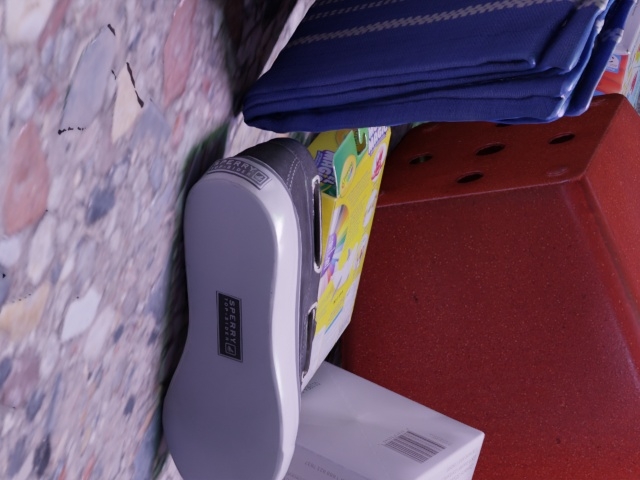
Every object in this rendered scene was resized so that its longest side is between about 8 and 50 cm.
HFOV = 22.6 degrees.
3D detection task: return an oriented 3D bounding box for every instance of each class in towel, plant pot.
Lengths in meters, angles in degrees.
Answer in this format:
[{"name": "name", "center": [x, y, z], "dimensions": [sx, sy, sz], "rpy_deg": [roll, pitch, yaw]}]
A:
[{"name": "towel", "center": [0.118, -0.180, 0.818], "dimensions": [0.040, 0.243, 0.336], "rpy_deg": [49, 63, -26]}, {"name": "plant pot", "center": [0.158, 0.034, 1.230], "dimensions": [0.267, 0.267, 0.236], "rpy_deg": [-50, 128, -58]}]

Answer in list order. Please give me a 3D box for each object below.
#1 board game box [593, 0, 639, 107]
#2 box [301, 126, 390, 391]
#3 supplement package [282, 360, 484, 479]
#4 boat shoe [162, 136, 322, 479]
[{"name": "board game box", "center": [0.228, -0.170, 1.512], "dimensions": [0.275, 0.142, 0.144], "rpy_deg": [85, 27, -61]}, {"name": "box", "center": [0.000, 0.000, 1.029], "dimensions": [0.105, 0.043, 0.179], "rpy_deg": [-52, 159, -55]}, {"name": "supplement package", "center": [-0.005, 0.227, 1.069], "dimensions": [0.139, 0.134, 0.244], "rpy_deg": [-19, 128, -59]}, {"name": "boat shoe", "center": [-0.035, 0.046, 0.869], "dimensions": [0.076, 0.080, 0.228], "rpy_deg": [-42, 142, -48]}]
